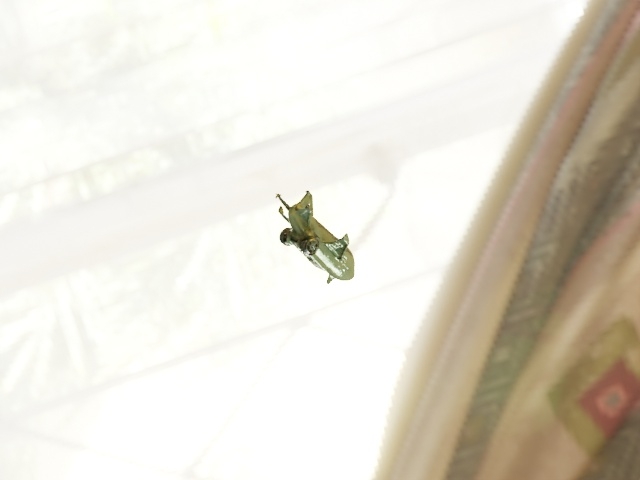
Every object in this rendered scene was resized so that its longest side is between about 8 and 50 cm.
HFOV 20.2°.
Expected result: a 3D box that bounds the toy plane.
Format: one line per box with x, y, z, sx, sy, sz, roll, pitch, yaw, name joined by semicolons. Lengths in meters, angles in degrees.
-0.002;0.002;1.220;0.080;0.033;0.083;21;-28;51;toy plane
